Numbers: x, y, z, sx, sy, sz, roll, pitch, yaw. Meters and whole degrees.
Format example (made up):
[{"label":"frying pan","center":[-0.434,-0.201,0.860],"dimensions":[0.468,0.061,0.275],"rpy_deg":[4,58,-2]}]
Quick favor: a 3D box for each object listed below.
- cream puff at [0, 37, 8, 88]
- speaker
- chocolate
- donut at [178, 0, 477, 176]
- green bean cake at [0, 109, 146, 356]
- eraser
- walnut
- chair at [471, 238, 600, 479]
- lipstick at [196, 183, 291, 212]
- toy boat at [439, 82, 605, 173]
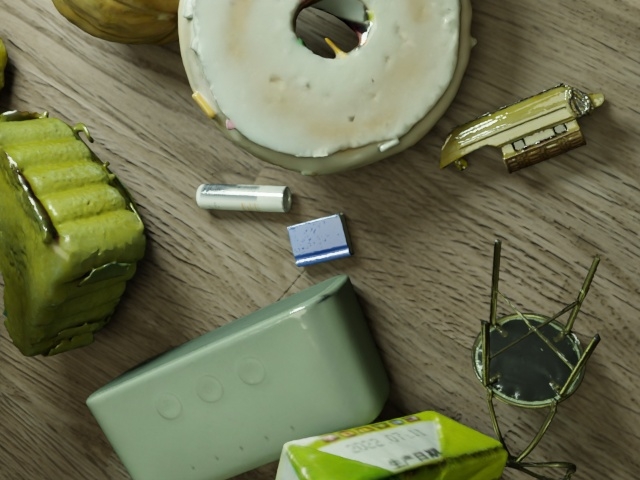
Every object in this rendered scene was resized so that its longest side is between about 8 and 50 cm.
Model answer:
[{"label":"cream puff","center":[-0.632,-0.286,1.295],"dimensions":[0.282,0.185,0.282],"rpy_deg":[0,77,0]},{"label":"speaker","center":[-0.110,0.215,1.211],"dimensions":[0.406,0.183,0.184],"rpy_deg":[-25,92,18]},{"label":"chocolate","center":[0.064,0.378,1.094],"dimensions":[0.137,0.288,0.301],"rpy_deg":[40,125,47]},{"label":"donut","center":[0.005,-0.275,1.088],"dimensions":[0.382,0.142,0.383],"rpy_deg":[-3,107,-10]},{"label":"green bean cake","center":[-0.396,-0.015,1.279],"dimensions":[0.310,0.202,0.285],"rpy_deg":[56,134,19]},{"label":"eraser","center":[0.000,0.000,1.233],"dimensions":[0.084,0.027,0.063],"rpy_deg":[-14,92,18]},{"label":"walnut","center":[-0.268,-0.419,1.159],"dimensions":[0.252,0.277,0.313],"rpy_deg":[-33,84,-21]},{"label":"chair","center":[0.269,0.164,1.109],"dimensions":[0.159,0.170,0.326],"rpy_deg":[7,140,13]},{"label":"lipstick","center":[-0.114,-0.063,1.258],"dimensions":[0.141,0.040,0.040],"rpy_deg":[3,96,19]},{"label":"toy boat","center":[0.262,-0.138,1.115],"dimensions":[0.226,0.068,0.088],"rpy_deg":[-22,94,18]}]
